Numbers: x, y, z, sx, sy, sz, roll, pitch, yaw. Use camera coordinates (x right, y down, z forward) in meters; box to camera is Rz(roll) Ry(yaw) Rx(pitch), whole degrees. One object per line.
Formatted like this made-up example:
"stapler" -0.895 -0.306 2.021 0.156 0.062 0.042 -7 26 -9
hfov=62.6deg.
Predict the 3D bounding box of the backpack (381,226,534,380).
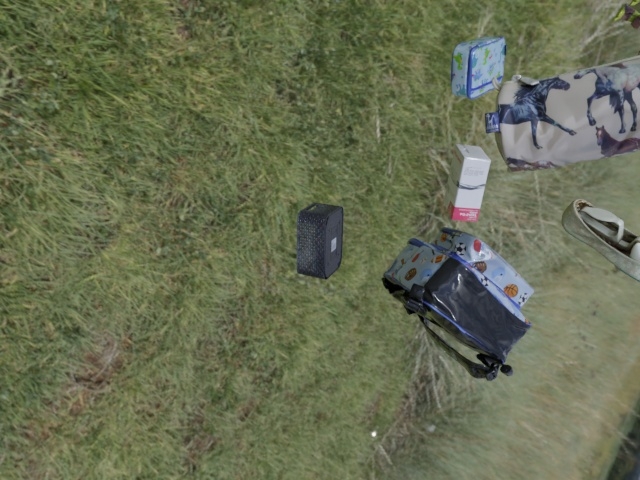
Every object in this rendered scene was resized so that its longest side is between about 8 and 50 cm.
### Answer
"backpack" 0.254 0.095 1.033 0.276 0.263 0.213 44 80 -21

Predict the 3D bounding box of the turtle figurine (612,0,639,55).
"turtle figurine" 0.875 -0.543 1.334 0.087 0.217 0.269 -50 180 3

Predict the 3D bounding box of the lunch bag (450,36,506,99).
"lunch bag" 0.514 -0.559 1.708 0.219 0.090 0.176 -29 128 -37

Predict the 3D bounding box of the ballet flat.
"ballet flat" 0.391 0.003 0.682 0.057 0.168 0.052 -36 147 -26

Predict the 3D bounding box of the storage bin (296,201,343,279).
"storage bin" 0.000 0.000 1.404 0.122 0.084 0.180 -38 133 -59

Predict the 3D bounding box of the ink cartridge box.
"ink cartridge box" 0.530 -0.212 1.920 0.172 0.100 0.237 -86 -179 -63

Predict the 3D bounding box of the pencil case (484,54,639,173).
"pencil case" 0.501 -0.235 0.894 0.160 0.410 0.184 -53 126 -46
